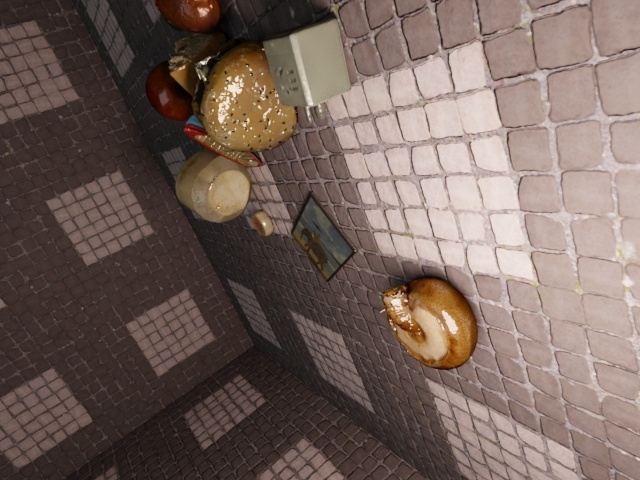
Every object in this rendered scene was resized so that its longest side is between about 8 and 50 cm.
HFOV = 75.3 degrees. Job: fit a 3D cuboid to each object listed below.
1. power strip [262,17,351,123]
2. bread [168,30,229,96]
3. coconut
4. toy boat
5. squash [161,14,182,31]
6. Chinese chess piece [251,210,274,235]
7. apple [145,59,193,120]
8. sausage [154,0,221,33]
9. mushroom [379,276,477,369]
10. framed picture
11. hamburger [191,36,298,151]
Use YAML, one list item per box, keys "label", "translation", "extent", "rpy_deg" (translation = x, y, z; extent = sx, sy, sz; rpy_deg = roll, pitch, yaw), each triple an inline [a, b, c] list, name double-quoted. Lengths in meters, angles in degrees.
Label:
- label: "power strip"
  translation: [-0.024, -0.394, 1.001]
  extent: [0.140, 0.139, 0.224]
  rpy_deg: [23, 137, 49]
- label: "bread"
  translation: [-0.373, -0.585, 1.395]
  extent: [0.183, 0.211, 0.224]
  rpy_deg: [60, -175, 31]
- label: "coconut"
  translation: [-0.456, -0.232, 1.784]
  extent: [0.323, 0.323, 0.322]
  rpy_deg: [41, 150, 31]
- label: "toy boat"
  translation: [-0.331, -0.339, 1.436]
  extent: [0.136, 0.079, 0.392]
  rpy_deg: [2, 171, 24]
- label: "squash"
  translation: [-0.571, -0.886, 1.498]
  extent: [0.069, 0.069, 0.257]
  rpy_deg: [14, 131, 55]
- label: "Chinese chess piece"
  translation: [-0.263, -0.077, 1.878]
  extent: [0.122, 0.051, 0.122]
  rpy_deg: [41, 150, 30]
- label: "apple"
  translation: [-0.578, -0.604, 1.672]
  extent: [0.230, 0.230, 0.229]
  rpy_deg: [41, 150, 31]
- label: "sausage"
  translation: [-0.405, -0.732, 1.279]
  extent: [0.268, 0.153, 0.140]
  rpy_deg: [38, 140, 33]
- label: "mushroom"
  translation: [0.289, 0.211, 1.113]
  extent: [0.278, 0.163, 0.297]
  rpy_deg: [51, 155, -5]
- label: "framed picture"
  translation: [0.000, 0.000, 1.546]
  extent: [0.264, 0.016, 0.347]
  rpy_deg: [54, 154, 9]
- label: "hamburger"
  translation: [-0.232, -0.408, 1.219]
  extent: [0.195, 0.277, 0.317]
  rpy_deg: [45, 158, 42]
